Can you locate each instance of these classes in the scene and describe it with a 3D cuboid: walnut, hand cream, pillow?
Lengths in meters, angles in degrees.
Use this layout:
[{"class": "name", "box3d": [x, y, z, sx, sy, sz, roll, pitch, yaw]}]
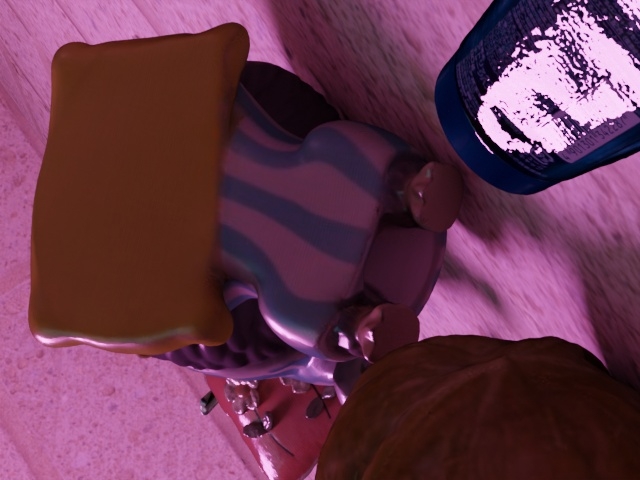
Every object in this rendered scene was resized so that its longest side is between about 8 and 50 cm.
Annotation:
[{"class": "walnut", "box3d": [0.110, 0.192, 1.061, 0.227, 0.283, 0.283, 28, 152, 41]}, {"class": "hand cream", "box3d": [0.122, -0.086, 0.775, 0.120, 0.061, 0.270, 55, 164, 2]}, {"class": "pillow", "box3d": [-0.027, 0.155, 1.787, 0.171, 0.179, 0.075, 54, -162, 18]}]

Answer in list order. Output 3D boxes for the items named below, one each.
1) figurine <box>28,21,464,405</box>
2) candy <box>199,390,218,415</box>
[{"class": "figurine", "box3d": [0.000, 0.000, 1.329, 0.361, 0.266, 0.378, 18, -179, 33]}, {"class": "candy", "box3d": [-0.085, 0.146, 1.950, 0.073, 0.077, 0.262, 70, -156, -11]}]
